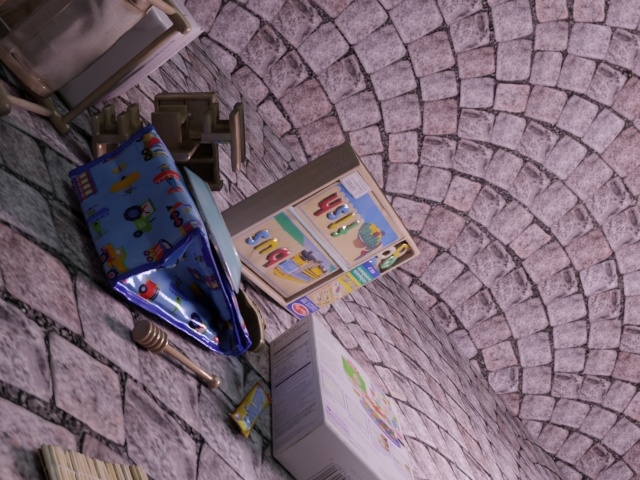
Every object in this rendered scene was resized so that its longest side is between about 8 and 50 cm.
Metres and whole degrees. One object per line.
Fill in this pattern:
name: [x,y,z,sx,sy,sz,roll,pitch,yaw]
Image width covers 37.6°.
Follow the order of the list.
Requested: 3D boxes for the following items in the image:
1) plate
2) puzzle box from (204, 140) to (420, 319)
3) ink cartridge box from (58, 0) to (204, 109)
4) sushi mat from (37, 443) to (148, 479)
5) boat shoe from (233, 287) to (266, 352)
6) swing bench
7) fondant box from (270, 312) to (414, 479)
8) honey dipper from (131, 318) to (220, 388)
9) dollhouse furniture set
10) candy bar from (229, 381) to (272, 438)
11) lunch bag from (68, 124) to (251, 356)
plate: [-0.141,-0.018,1.283,0.188,0.024,0.188,157,-90,-83]
puzzle box: [0.000,0.000,1.623,0.052,0.272,0.409,65,9,28]
ink cartridge box: [-0.331,-0.342,1.603,0.119,0.207,0.353,52,10,-10]
sushi mat: [-0.146,0.318,0.802,0.151,0.019,0.316,34,21,-56]
boat shoe: [-0.108,0.128,1.472,0.045,0.050,0.135,37,19,-39]
swing bench: [-0.366,-0.330,1.300,0.255,0.253,0.165,56,11,13]
fondant box: [0.033,0.287,1.443,0.238,0.096,0.330,49,12,-19]
honey dipper: [-0.176,0.147,1.187,0.160,0.030,0.030,45,13,-45]
dollhouse furniture set: [-0.222,-0.134,1.471,0.242,0.212,0.161,-85,174,-73]
candy bar: [-0.096,0.231,1.286,0.040,0.018,0.161,53,12,0]
lunch bag: [-0.196,0.026,1.307,0.221,0.138,0.293,59,0,38]
